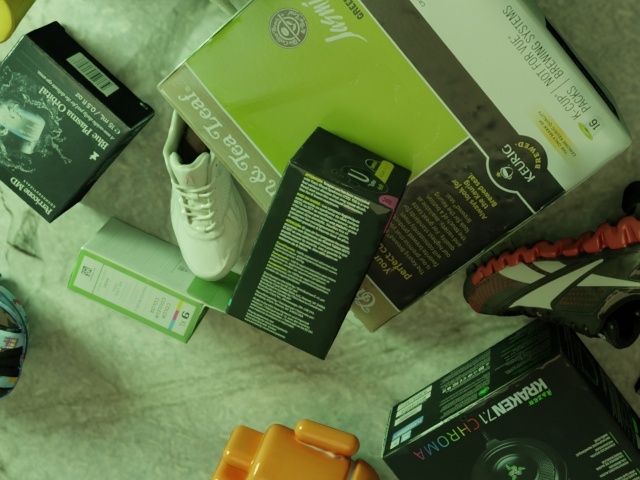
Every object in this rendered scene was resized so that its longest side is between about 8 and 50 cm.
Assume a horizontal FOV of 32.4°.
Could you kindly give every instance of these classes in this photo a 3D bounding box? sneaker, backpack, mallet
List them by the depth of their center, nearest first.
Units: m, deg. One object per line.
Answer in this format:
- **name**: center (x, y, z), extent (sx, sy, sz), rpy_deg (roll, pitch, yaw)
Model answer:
- **sneaker**: center (0.269, 0.056, 1.167), extent (0.276, 0.098, 0.135), rpy_deg (-18, 71, 40)
- **sneaker**: center (-0.138, -0.063, 1.221), extent (0.090, 0.115, 0.232), rpy_deg (-2, 100, 11)
- **mallet**: center (0.364, 0.022, 1.231), extent (0.039, 0.062, 0.189), rpy_deg (-5, 123, 16)
- **backpack**: center (-0.430, 0.107, 1.339), extent (0.173, 0.117, 0.158), rpy_deg (15, 111, 4)

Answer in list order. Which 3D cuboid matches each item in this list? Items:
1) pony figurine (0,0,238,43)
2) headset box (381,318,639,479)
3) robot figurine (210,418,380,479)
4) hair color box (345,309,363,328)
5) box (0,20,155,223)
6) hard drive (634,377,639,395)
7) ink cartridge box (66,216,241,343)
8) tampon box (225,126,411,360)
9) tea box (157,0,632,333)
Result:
- **pony figurine**: center (-0.260, -0.341, 1.070), extent (0.351, 0.363, 0.303), rpy_deg (49, 117, 7)
- **headset box**: center (0.254, 0.269, 1.279), extent (0.246, 0.131, 0.283), rpy_deg (-34, 101, 19)
- **robot figurine**: center (-0.020, 0.306, 1.340), extent (0.219, 0.128, 0.158), rpy_deg (23, 71, 1)
- **hair color box**: center (0.010, 0.037, 1.267), extent (0.141, 0.043, 0.072), rpy_deg (36, 151, -4)
- **box**: center (-0.303, -0.133, 1.248), extent (0.156, 0.093, 0.158), rpy_deg (42, 111, -7)
- **hard drive**: center (0.446, 0.166, 1.270), extent (0.135, 0.022, 0.094), rpy_deg (27, 111, -1)
- **ink cartridge box**: center (-0.176, 0.056, 1.285), extent (0.209, 0.109, 0.062), rpy_deg (24, 111, 0)
- **tampon box**: center (0.000, 0.000, 0.997), extent (0.101, 0.120, 0.161), rpy_deg (25, 114, 2)
- **tea box**: center (0.078, -0.149, 1.113), extent (0.323, 0.220, 0.329), rpy_deg (-37, 100, 18)
